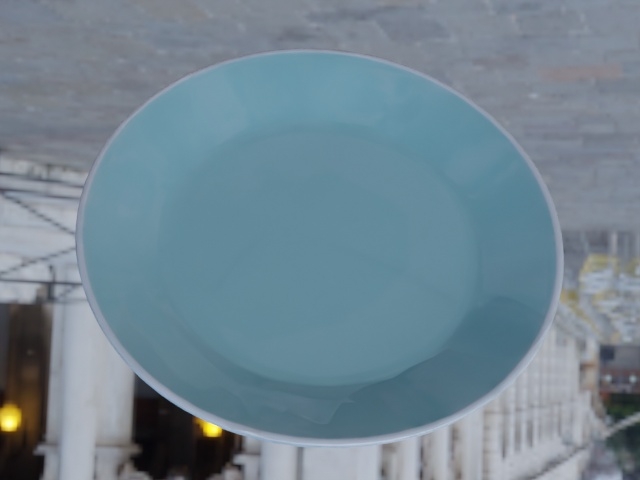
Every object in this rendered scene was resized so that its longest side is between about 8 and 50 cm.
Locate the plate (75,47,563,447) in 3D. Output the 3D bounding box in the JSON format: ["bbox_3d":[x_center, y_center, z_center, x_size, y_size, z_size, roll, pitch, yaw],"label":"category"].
[{"bbox_3d":[0.000,0.000,0.484,0.188,0.188,0.024,3,145,-5],"label":"plate"}]
